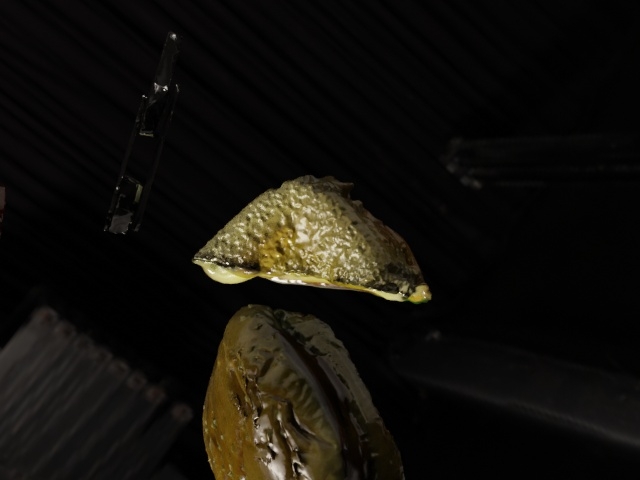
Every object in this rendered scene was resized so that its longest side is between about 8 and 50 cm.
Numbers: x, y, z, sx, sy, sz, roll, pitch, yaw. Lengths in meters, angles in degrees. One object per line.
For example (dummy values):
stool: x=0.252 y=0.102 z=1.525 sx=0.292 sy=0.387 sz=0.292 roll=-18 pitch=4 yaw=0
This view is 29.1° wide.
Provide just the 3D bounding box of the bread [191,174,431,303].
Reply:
bread: x=-0.005 y=-0.008 z=1.363 sx=0.252 sy=0.174 sz=0.133 roll=5 pitch=-92 yaw=25

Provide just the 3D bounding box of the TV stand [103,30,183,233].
TV stand: x=-0.206 y=-0.127 z=1.475 sx=0.036 sy=0.042 sz=0.249 roll=-176 pitch=-77 yaw=-82

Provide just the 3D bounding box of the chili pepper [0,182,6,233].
chili pepper: x=-0.328 y=-0.043 z=0.788 sx=0.136 sy=0.253 sz=0.144 roll=-99 pitch=-163 yaw=-59

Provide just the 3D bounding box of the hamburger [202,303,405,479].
hamburger: x=-0.034 y=0.198 z=1.152 sx=0.134 sy=0.265 sz=0.285 roll=-20 pitch=154 yaw=-26
